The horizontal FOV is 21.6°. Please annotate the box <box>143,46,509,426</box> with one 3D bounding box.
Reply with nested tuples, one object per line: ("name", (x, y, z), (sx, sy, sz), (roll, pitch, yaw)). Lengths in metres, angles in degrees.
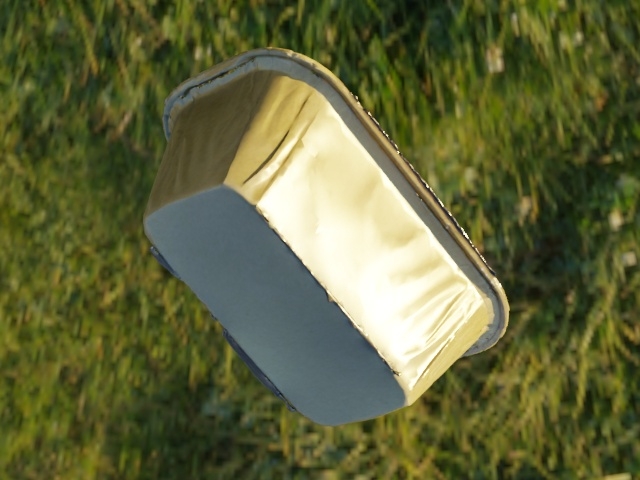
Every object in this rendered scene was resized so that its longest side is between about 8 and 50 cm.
("box", (0.000, 0.000, 0.733), (0.111, 0.111, 0.177), (-30, 111, 22))
